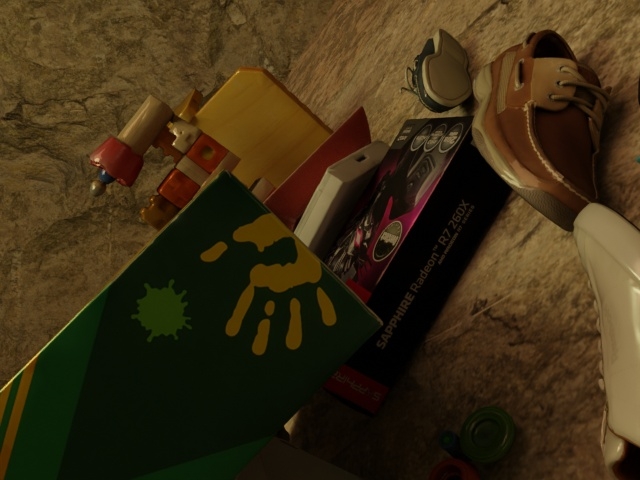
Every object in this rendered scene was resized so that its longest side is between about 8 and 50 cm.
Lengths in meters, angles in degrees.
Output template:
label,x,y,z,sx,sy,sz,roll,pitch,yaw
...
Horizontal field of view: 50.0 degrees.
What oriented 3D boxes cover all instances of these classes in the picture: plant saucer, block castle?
label,x,y,z,sx,sy,sz,roll,pitch,yaw
plant saucer,-0.011,-0.051,1.097,0.258,0.047,0.259,-48,-14,-31
block castle,-0.223,-0.052,1.320,0.213,0.453,0.303,-54,17,-7

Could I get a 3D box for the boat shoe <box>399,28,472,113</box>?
label,x,y,z,sx,sy,sz,roll,pitch,yaw
boat shoe,0.184,-0.263,1.109,0.079,0.095,0.254,-46,20,34

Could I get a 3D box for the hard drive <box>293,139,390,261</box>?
label,x,y,z,sx,sy,sz,roll,pitch,yaw
hard drive,0.000,0.000,1.063,0.203,0.040,0.307,-37,-21,-57

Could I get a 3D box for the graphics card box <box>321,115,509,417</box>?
label,x,y,z,sx,sy,sz,roll,pitch,yaw
graphics card box,0.095,0.016,0.901,0.371,0.094,0.233,-58,16,1

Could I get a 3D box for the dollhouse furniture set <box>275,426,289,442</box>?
label,x,y,z,sx,sy,sz,roll,pitch,yaw
dollhouse furniture set,-0.152,0.228,0.980,0.301,0.151,0.197,124,152,-55

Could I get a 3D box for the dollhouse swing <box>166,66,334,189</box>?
label,x,y,z,sx,sy,sz,roll,pitch,yaw
dollhouse swing,-0.158,-0.264,1.679,0.305,0.347,0.315,-45,20,16

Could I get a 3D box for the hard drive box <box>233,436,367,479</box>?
label,x,y,z,sx,sy,sz,roll,pitch,yaw
hard drive box,-0.061,0.304,0.710,0.232,0.181,0.089,-43,23,41

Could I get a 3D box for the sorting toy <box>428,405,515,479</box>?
label,x,y,z,sx,sy,sz,roll,pitch,yaw
sorting toy,0.134,0.193,0.597,0.102,0.042,0.061,-49,32,-5

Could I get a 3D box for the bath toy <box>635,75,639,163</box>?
label,x,y,z,sx,sy,sz,roll,pitch,yaw
bath toy,0.322,-0.207,0.567,0.151,0.129,0.348,-38,26,51

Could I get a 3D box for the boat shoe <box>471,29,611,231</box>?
label,x,y,z,sx,sy,sz,roll,pitch,yaw
boat shoe,0.235,-0.136,0.715,0.116,0.123,0.324,-46,23,31

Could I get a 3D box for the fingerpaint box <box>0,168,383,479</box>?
label,x,y,z,sx,sy,sz,roll,pitch,yaw
fingerpaint box,-0.151,0.142,0.658,0.371,0.163,0.445,-45,2,-5

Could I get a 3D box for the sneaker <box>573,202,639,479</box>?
label,x,y,z,sx,sy,sz,roll,pitch,yaw
sneaker,0.209,0.078,0.443,0.123,0.106,0.290,-50,21,22
